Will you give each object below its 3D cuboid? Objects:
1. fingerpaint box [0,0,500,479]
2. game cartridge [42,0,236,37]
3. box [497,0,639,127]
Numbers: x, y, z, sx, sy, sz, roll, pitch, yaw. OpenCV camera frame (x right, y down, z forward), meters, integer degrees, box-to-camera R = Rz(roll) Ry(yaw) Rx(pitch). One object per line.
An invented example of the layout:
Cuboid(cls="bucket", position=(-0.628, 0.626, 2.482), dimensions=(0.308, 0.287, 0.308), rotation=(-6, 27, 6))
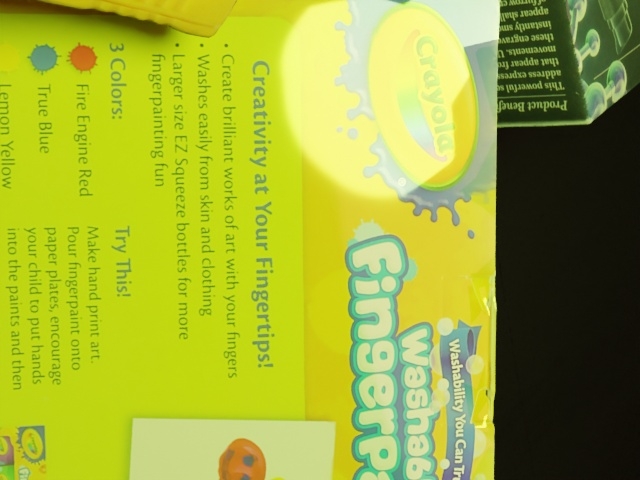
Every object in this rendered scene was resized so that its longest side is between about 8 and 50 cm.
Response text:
Cuboid(cls="fingerpaint box", position=(-0.083, 0.065, 0.693), dimensions=(0.371, 0.163, 0.445), rotation=(-2, 95, -12))
Cuboid(cls="game cartridge", position=(-0.215, -0.244, 0.540), dimensions=(0.323, 0.053, 0.285), rotation=(9, 49, -36))
Cuboid(cls="box", position=(0.202, -0.343, 1.044), dimensions=(0.293, 0.212, 0.396), rotation=(-36, 119, -39))
